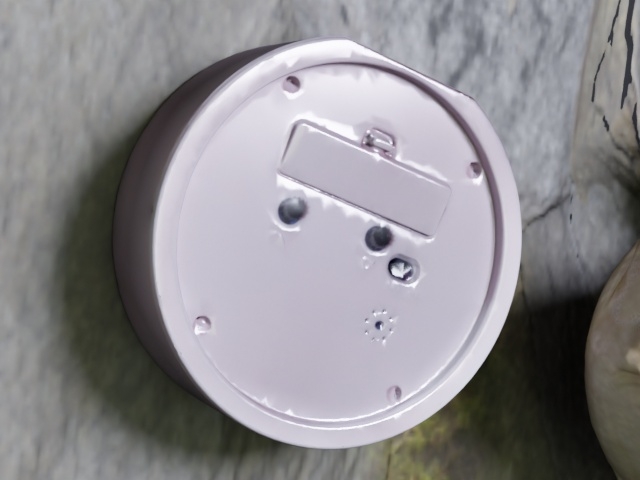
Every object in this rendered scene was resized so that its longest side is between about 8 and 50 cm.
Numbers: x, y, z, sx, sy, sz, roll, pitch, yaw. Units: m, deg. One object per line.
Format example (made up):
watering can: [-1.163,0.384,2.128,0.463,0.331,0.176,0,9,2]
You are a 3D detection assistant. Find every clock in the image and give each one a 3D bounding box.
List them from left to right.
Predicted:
clock: [0.000,0.000,0.643,0.196,0.068,0.197,-2,96,-26]

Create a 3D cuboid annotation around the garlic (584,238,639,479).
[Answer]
garlic: [0.296,0.057,0.715,0.313,0.249,0.286,27,99,-5]
